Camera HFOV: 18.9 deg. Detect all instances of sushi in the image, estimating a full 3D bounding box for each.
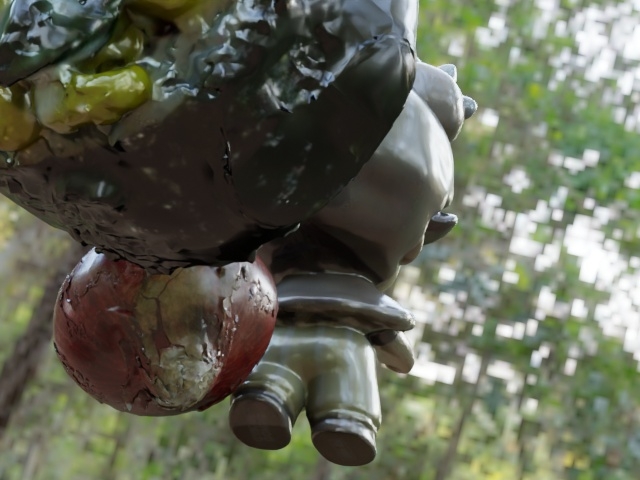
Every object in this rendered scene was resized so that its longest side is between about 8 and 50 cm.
[{"bbox_3d":[-0.129,-0.163,1.317,0.328,0.328,0.285,37,-2,43],"label":"sushi"}]

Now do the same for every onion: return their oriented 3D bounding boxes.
[{"bbox_3d":[-0.115,0.077,1.499,0.184,0.147,0.184,-10,-44,-10],"label":"onion"}]

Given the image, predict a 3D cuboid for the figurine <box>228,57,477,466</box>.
[{"bbox_3d":[0.000,0.001,1.649,0.248,0.380,0.203,-2,-28,15],"label":"figurine"}]
